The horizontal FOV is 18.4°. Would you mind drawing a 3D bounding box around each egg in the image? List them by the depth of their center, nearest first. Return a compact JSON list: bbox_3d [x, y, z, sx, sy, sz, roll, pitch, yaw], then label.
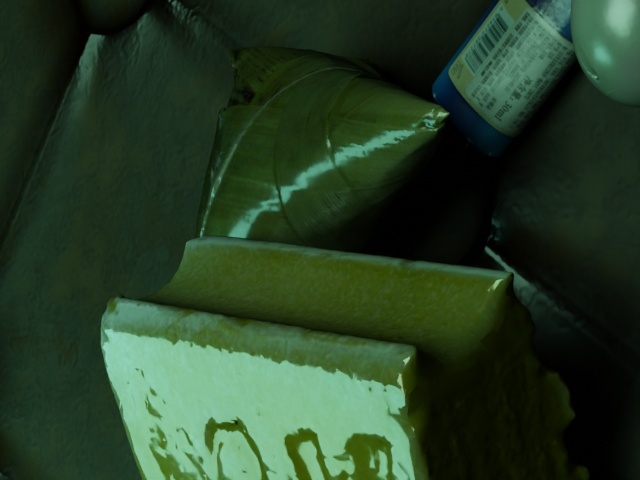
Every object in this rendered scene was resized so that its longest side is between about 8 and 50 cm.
[{"bbox_3d":[0.224,-0.159,1.359,0.103,0.103,0.135,-3,80,47],"label":"egg"}]

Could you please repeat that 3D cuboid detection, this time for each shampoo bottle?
[{"bbox_3d":[0.141,-0.131,1.484,0.183,0.050,0.087,-54,52,26],"label":"shampoo bottle"}]

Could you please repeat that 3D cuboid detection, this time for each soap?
[{"bbox_3d":[0.023,0.157,1.406,0.335,0.156,0.293,9,125,45],"label":"soap"}]

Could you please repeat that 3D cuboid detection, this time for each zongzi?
[{"bbox_3d":[0.000,0.000,1.509,0.300,0.145,0.274,-148,69,-64],"label":"zongzi"}]
